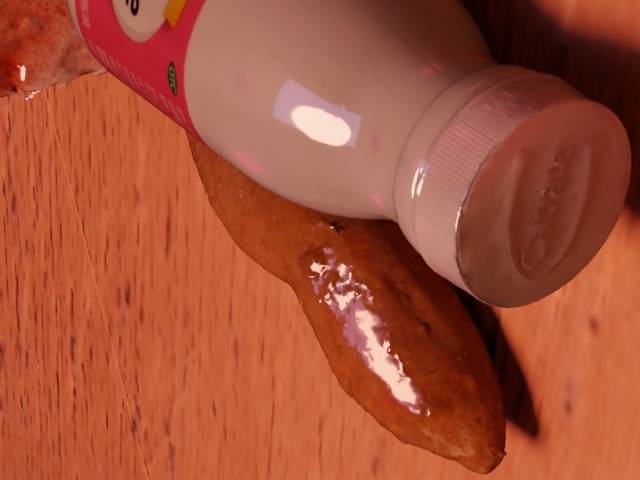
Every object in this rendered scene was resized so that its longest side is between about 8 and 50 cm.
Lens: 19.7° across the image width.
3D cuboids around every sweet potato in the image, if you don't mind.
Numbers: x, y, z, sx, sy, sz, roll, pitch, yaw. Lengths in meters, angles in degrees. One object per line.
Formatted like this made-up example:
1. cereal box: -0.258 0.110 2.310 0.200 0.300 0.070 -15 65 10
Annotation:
1. sweet potato: 0.001 -0.002 0.682 0.218 0.051 0.065 52 150 29

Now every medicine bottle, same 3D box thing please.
1. medicine bottle: 0.003 -0.057 0.600 0.217 0.090 0.090 37 138 44

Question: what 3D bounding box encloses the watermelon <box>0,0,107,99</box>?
1. watermelon: -0.133 -0.128 0.710 0.201 0.262 0.213 10 117 27
